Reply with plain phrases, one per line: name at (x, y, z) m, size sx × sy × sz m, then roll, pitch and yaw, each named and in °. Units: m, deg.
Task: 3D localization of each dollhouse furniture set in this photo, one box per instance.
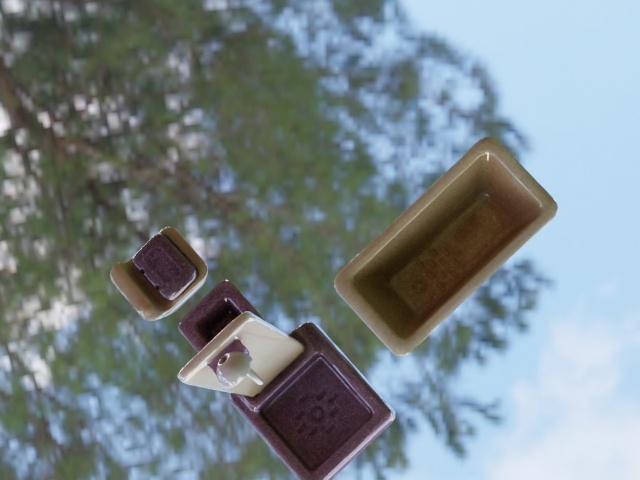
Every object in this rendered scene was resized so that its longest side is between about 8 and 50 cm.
dollhouse furniture set at (0.000, 0.000, 0.544) m, size 0.114 × 0.081 × 0.091 m, roll -43°, pitch -107°, yaw 4°
